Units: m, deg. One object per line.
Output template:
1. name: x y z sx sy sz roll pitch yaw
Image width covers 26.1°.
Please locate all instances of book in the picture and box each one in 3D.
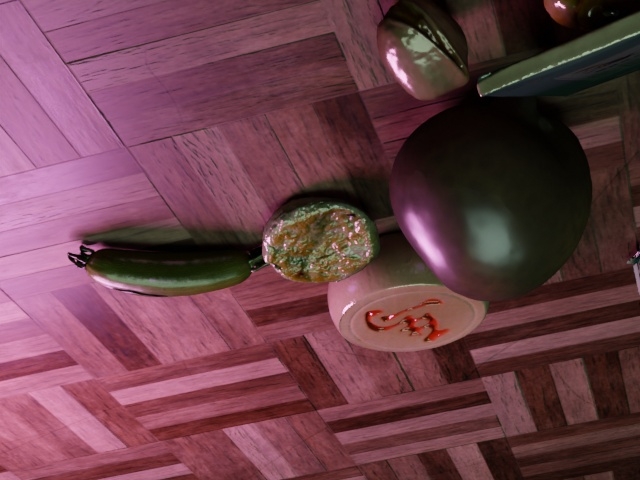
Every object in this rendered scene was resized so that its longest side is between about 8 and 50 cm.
1. book: 0.359 -0.227 1.655 0.264 0.031 0.379 -21 176 24

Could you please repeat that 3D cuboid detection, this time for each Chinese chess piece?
1. Chinese chess piece: 0.145 0.087 2.253 0.273 0.102 0.273 -5 150 -3

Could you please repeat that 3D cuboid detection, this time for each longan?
1. longan: 0.234 -0.067 1.887 0.243 0.300 0.300 23 177 46

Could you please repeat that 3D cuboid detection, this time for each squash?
1. squash: -0.231 0.049 2.145 0.318 0.071 0.080 0 147 -11

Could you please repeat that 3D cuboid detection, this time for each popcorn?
1. popcorn: 0.330 -0.320 1.559 0.194 0.163 0.140 -45 152 -2

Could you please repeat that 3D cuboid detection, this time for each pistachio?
1. pistachio: 0.125 -0.237 1.691 0.113 0.113 0.149 -19 149 21

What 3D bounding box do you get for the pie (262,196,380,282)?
1. pie: 0.000 0.000 2.109 0.186 0.041 0.187 -3 136 -3

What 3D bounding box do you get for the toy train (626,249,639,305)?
1. toy train: 0.647 0.077 2.279 0.269 0.154 0.115 5 149 -18
